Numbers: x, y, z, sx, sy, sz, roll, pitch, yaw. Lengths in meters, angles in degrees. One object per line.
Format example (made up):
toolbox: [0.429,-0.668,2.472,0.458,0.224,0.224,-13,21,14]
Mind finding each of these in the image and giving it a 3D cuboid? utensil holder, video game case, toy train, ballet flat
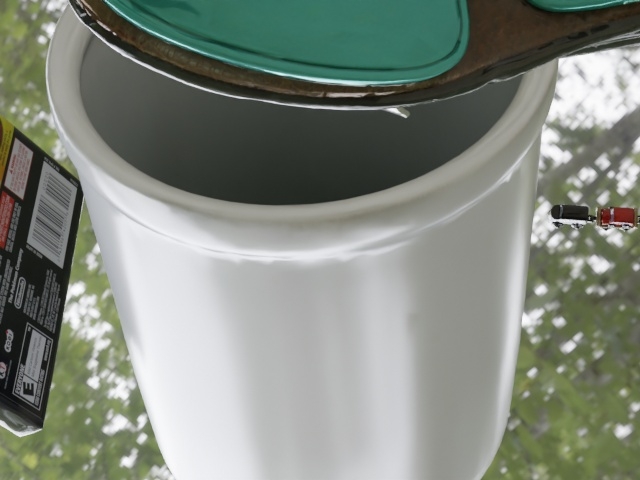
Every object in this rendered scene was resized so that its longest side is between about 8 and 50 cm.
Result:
utensil holder: [0.000,0.000,0.972,0.327,0.385,0.328,-3,-134,3]
video game case: [-0.311,-0.007,1.132,0.248,0.035,0.275,44,-144,-41]
toy train: [0.334,-0.026,1.473,0.158,0.036,0.027,3,-106,7]
ballet flat: [0.046,-0.089,0.479,0.280,0.096,0.095,-6,-101,-14]
